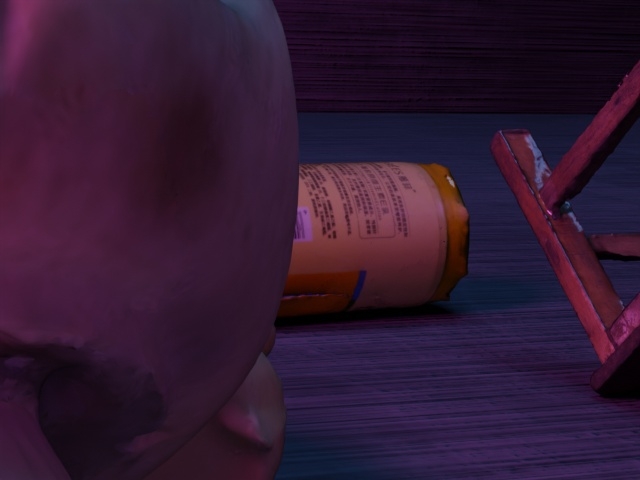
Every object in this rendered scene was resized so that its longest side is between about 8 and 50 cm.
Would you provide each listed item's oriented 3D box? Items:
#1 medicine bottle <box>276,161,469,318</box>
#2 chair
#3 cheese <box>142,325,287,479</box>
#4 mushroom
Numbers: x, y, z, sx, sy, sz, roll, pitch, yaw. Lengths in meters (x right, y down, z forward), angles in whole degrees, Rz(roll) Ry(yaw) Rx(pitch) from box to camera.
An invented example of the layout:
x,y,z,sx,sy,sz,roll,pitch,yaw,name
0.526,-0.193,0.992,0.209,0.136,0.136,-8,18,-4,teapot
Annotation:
x,y,z,sx,sy,sz,roll,pitch,yaw,name
0.000,0.000,1.355,0.239,0.124,0.124,-1,9,-28,medicine bottle
0.296,0.031,1.100,0.203,0.416,0.240,-2,-35,-27,chair
-0.148,0.070,0.824,0.266,0.127,0.233,0,9,-25,cheese
-0.154,0.034,0.510,0.353,0.353,0.325,1,-7,-11,mushroom
